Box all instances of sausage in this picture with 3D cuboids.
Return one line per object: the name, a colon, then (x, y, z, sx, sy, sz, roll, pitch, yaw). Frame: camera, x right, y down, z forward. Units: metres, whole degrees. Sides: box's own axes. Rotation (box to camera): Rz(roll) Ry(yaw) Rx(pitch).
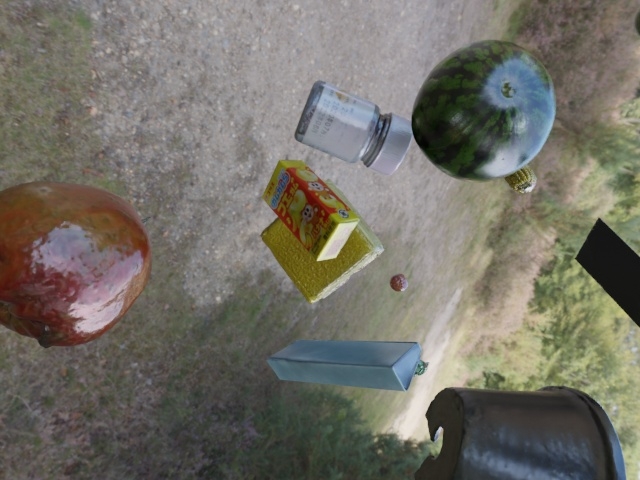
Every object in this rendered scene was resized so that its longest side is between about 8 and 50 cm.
sausage: (0.258, 0.137, 1.432, 0.094, 0.059, 0.054, -14, 89, -84)

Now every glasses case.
glasses case: (0.038, 0.219, 0.765, 0.105, 0.266, 0.056, -17, 96, -52)

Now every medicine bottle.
medicine bottle: (0.083, -0.284, 1.107, 0.165, 0.274, 0.164, -161, -90, -81)

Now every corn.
corn: (0.594, -0.231, 1.339, 0.080, 0.238, 0.080, -4, 135, -4)

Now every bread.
bread: (0.000, 0.000, 1.518, 0.324, 0.333, 0.143, -39, 169, 12)

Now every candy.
candy: (-0.034, -0.089, 1.184, 0.088, 0.276, 0.146, -10, 141, -46)

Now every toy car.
toy car: (0.246, 0.344, 1.236, 0.035, 0.122, 0.059, -51, 164, -42)

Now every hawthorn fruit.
hawthorn fruit: (-0.575, 0.033, 1.013, 0.403, 0.403, 0.402, -40, 147, -33)

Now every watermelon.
watermelon: (0.335, -0.265, 0.909, 0.285, 0.285, 0.285, -40, 147, -33)

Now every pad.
pad: (0.805, 0.133, 1.093, 0.007, 0.367, 0.247, -30, 149, -1)

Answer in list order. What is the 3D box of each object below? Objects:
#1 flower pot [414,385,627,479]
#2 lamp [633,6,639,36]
flower pot: (0.343, 0.424, 0.828, 0.379, 0.251, 0.378, 22, 90, -89)
lamp: (0.727, -0.448, 0.920, 0.091, 0.091, 0.163, 67, 32, -58)
